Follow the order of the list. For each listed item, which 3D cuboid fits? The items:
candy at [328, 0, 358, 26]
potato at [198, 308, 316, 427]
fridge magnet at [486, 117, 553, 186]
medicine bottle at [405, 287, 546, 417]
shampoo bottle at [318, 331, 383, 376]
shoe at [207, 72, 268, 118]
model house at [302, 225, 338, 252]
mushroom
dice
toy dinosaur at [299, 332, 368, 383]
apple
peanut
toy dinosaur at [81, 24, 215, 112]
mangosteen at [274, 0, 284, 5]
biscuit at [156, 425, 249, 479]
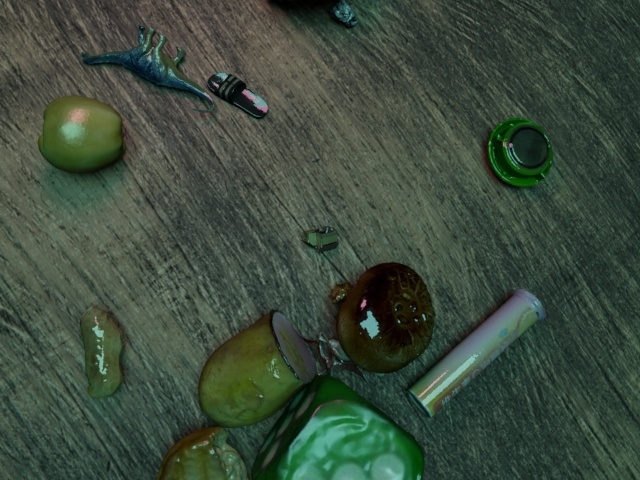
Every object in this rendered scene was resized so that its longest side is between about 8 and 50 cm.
[{"bbox_3d":[0.057,-0.724,1.467,0.094,0.051,0.226,-8,86,-23],"label":"candy"},{"bbox_3d":[-0.165,0.325,1.220,0.266,0.229,0.229,-32,90,3],"label":"potato"},{"bbox_3d":[0.584,-0.258,1.487,0.208,0.088,0.208,2,82,-11],"label":"fridge magnet"},{"bbox_3d":[0.418,0.302,1.378,0.426,0.108,0.108,-38,91,-11],"label":"medicine bottle"},{"bbox_3d":[0.082,0.293,1.333,0.195,0.056,0.056,24,79,-7],"label":"shampoo bottle"},{"bbox_3d":[-0.218,-0.396,1.366,0.179,0.049,0.071,33,77,-5],"label":"shoe"},{"bbox_3d":[0.000,0.000,1.361,0.083,0.057,0.058,-17,113,-32],"label":"model house"},{"bbox_3d":[0.162,0.186,1.293,0.278,0.163,0.297,35,57,-3],"label":"mushroom"},{"bbox_3d":[0.035,0.504,1.177,0.297,0.287,0.300,37,78,-4],"label":"dice"},{"bbox_3d":[0.026,0.307,1.306,0.220,0.032,0.108,28,121,15],"label":"toy dinosaur"},{"bbox_3d":[-0.565,-0.250,1.211,0.200,0.200,0.200,1,82,-11],"label":"apple"},{"bbox_3d":[-0.513,0.262,1.200,0.099,0.099,0.214,-2,81,-12],"label":"peanut"},{"bbox_3d":[-0.427,-0.461,1.323,0.363,0.076,0.147,23,98,-6],"label":"toy dinosaur"},{"bbox_3d":[-0.020,-0.781,1.315,0.330,0.330,0.330,1,82,-11],"label":"mangosteen"},{"bbox_3d":[-0.270,0.572,1.192,0.213,0.091,0.274,-17,103,0],"label":"biscuit"}]
